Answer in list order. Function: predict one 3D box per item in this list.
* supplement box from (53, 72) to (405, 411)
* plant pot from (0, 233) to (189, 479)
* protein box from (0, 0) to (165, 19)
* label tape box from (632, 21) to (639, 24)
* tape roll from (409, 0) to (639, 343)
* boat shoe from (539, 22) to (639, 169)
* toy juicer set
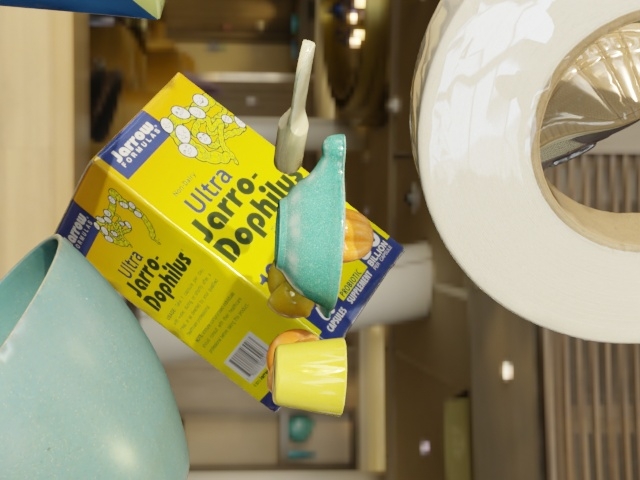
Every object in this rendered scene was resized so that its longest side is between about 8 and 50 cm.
[{"bbox_3d":[-0.114,0.004,1.582,0.194,0.356,0.195,-53,-179,-39],"label":"supplement box"},{"bbox_3d":[-0.220,0.169,1.013,0.290,0.195,0.290,-45,-163,18],"label":"plant pot"},{"bbox_3d":[-0.207,-0.296,1.013,0.136,0.200,0.201,91,7,-49],"label":"protein box"},{"bbox_3d":[0.413,-0.287,1.543,0.106,0.240,0.333,-44,-177,1],"label":"label tape box"},{"bbox_3d":[0.266,-0.099,1.036,0.072,0.392,0.392,-95,-173,-63],"label":"tape roll"},{"bbox_3d":[0.236,-0.129,1.300,0.103,0.285,0.092,62,-1,11],"label":"boat shoe"},{"bbox_3d":[0.000,0.000,1.210,0.209,0.089,0.329,126,-34,-80],"label":"toy juicer set"}]
